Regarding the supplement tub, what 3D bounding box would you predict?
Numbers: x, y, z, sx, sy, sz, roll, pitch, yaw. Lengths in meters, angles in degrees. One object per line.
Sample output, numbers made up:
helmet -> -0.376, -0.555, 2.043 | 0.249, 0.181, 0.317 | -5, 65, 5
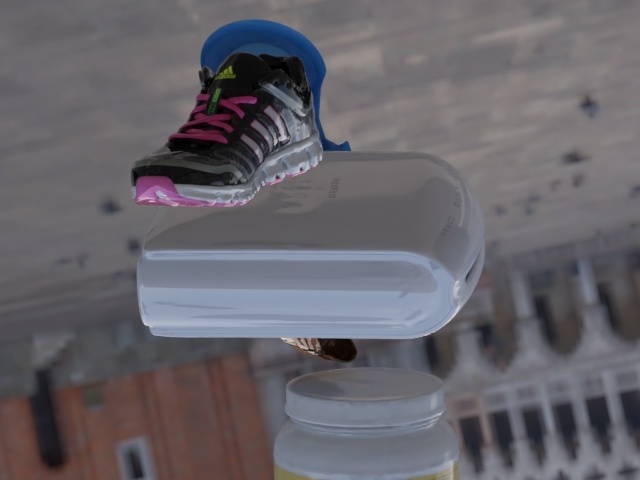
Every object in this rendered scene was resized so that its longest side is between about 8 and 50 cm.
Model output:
supplement tub -> 0.060, 0.346, 2.404 | 0.241, 0.331, 0.241 | -1, -172, 0

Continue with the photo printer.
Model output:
photo printer -> 0.000, 0.000, 1.751 | 0.307, 0.107, 0.256 | 1, -155, 7

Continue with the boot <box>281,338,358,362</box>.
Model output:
boot -> -0.048, 0.092, 2.425 | 0.197, 0.073, 0.152 | 30, 176, -28

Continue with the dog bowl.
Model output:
dog bowl -> -0.064, -0.146, 2.383 | 0.166, 0.297, 0.074 | -5, 149, -18

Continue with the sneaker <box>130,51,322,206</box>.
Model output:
sneaker -> -0.053, -0.064, 1.031 | 0.063, 0.075, 0.170 | 4, -163, 29
